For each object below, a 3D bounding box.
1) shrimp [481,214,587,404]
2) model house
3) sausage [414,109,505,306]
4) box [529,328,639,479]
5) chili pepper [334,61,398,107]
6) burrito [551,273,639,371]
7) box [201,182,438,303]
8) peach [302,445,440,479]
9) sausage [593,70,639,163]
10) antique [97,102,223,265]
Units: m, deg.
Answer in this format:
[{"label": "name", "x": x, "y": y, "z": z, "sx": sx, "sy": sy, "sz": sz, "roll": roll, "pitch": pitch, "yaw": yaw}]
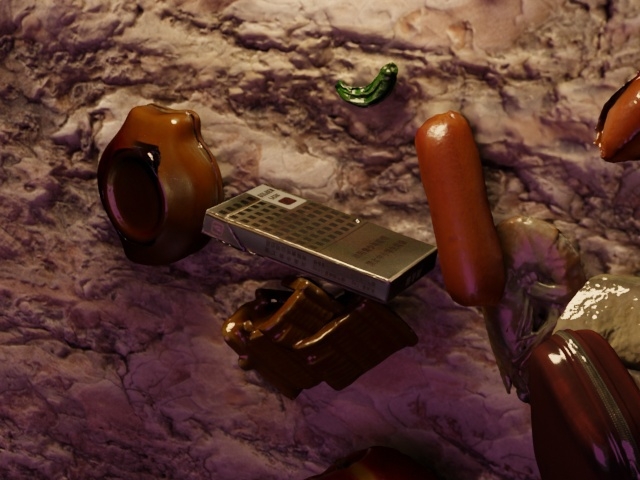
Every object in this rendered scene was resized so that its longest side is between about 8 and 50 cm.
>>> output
[{"label": "shrimp", "x": 0.323, "y": 0.118, "z": 1.870, "sx": 0.168, "sy": 0.077, "sz": 0.317, "roll": -9, "pitch": 97, "yaw": 32}, {"label": "model house", "x": 0.008, "y": 0.127, "z": 1.953, "sx": 0.229, "sy": 0.219, "sz": 0.199, "roll": -26, "pitch": 113, "yaw": 34}, {"label": "sausage", "x": 0.204, "y": -0.045, "z": 1.844, "sx": 0.089, "sy": 0.083, "sz": 0.300, "roll": -20, "pitch": 80, "yaw": 42}, {"label": "box", "x": 0.374, "y": 0.293, "z": 1.711, "sx": 0.404, "sy": 0.108, "sz": 0.263, "roll": 77, "pitch": 172, "yaw": -53}, {"label": "chili pepper", "x": 0.076, "y": -0.232, "z": 1.917, "sx": 0.118, "sy": 0.035, "sz": 0.055, "roll": -14, "pitch": 88, "yaw": 43}, {"label": "burrito", "x": 0.475, "y": 0.118, "z": 1.730, "sx": 0.299, "sy": 0.143, "sz": 0.105, "roll": 5, "pitch": 140, "yaw": 31}, {"label": "box", "x": 0.000, "y": 0.000, "z": 1.953, "sx": 0.325, "sy": 0.180, "sz": 0.047, "roll": 20, "pitch": 116, "yaw": 23}, {"label": "peach", "x": 0.126, "y": 0.483, "z": 2.006, "sx": 0.201, "sy": 0.258, "sz": 0.361, "roll": -42, "pitch": 76, "yaw": 29}, {"label": "sausage", "x": 0.487, "y": -0.218, "z": 1.637, "sx": 0.102, "sy": 0.102, "sz": 0.330, "roll": 48, "pitch": 123, "yaw": 7}, {"label": "antique", "x": -0.275, "y": -0.087, "z": 2.116, "sx": 0.223, "sy": 0.129, "sz": 0.278, "roll": 20, "pitch": 114, "yaw": 26}]
